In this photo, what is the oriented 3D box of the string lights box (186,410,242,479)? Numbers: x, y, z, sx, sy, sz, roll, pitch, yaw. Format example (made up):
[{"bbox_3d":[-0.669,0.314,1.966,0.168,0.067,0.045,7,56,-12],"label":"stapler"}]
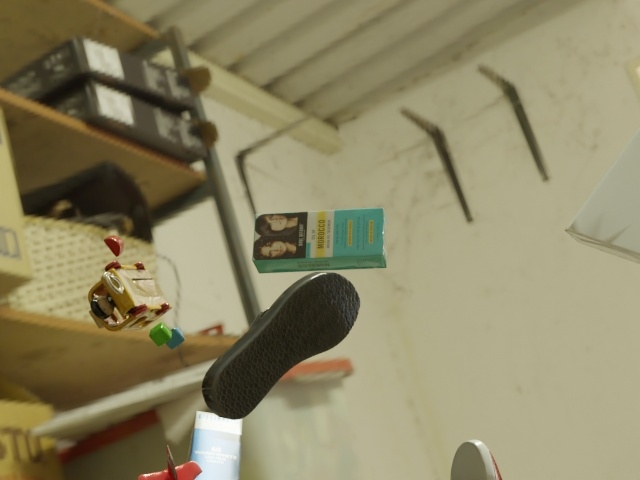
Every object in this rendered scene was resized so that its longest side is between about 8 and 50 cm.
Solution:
[{"bbox_3d":[-0.162,0.385,1.733,0.077,0.260,0.133,8,-60,-7],"label":"string lights box"}]

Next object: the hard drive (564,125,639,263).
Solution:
[{"bbox_3d":[0.502,-0.113,1.668,0.040,0.210,0.319,38,-94,-25],"label":"hard drive"}]

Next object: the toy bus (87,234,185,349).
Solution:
[{"bbox_3d":[-0.336,0.103,1.993,0.104,0.191,0.202,-36,-56,11],"label":"toy bus"}]

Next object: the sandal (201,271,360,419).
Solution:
[{"bbox_3d":[-0.053,0.117,1.452,0.254,0.097,0.054,-36,22,-32],"label":"sandal"}]

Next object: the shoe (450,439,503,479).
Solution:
[{"bbox_3d":[0.202,0.310,1.338,0.081,0.178,0.063,-2,-10,-36],"label":"shoe"}]

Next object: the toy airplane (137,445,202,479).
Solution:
[{"bbox_3d":[-0.133,0.277,1.171,0.151,0.151,0.028,-8,-25,-27],"label":"toy airplane"}]

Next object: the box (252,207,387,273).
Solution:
[{"bbox_3d":[0.000,0.000,2.197,0.244,0.100,0.060,-3,-27,10],"label":"box"}]
